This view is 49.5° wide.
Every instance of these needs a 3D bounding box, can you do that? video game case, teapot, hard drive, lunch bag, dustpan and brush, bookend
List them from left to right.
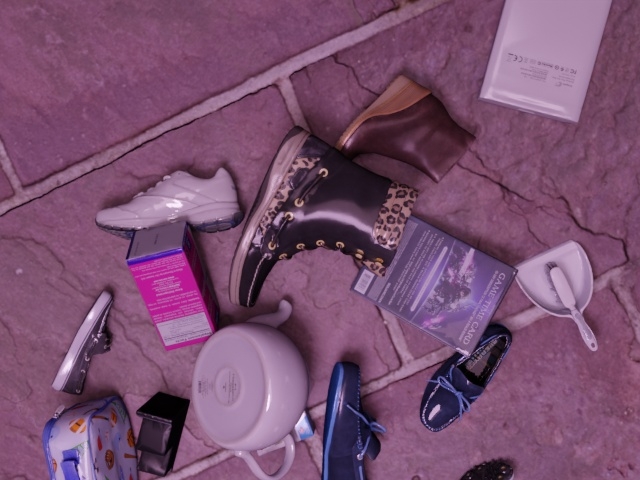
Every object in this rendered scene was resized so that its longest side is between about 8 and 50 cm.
[{"bbox_3d":[-0.439,0.455,1.334,0.115,0.243,0.303,-11,91,2],"label":"lunch bag"},{"bbox_3d":[-0.327,0.400,1.373,0.072,0.156,0.157,15,92,2],"label":"bookend"},{"bbox_3d":[-0.108,0.280,1.319,0.252,0.187,0.256,46,111,37],"label":"teapot"},{"bbox_3d":[0.221,0.079,1.377,0.274,0.026,0.196,29,92,17],"label":"video game case"},{"bbox_3d":[0.455,-0.409,1.391,0.203,0.040,0.307,15,91,2],"label":"hard drive"},{"bbox_3d":[0.495,0.121,1.385,0.147,0.060,0.211,-25,90,2],"label":"dustpan and brush"}]

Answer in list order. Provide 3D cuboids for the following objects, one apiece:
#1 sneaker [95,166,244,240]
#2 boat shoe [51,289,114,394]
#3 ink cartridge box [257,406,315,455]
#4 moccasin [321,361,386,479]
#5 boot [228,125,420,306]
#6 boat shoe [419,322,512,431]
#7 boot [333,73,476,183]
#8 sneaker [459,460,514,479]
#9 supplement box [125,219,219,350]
[{"bbox_3d":[-0.306,-0.071,1.406,0.297,0.111,0.129,-8,77,-3],"label":"sneaker"},{"bbox_3d":[-0.468,0.214,1.420,0.076,0.080,0.228,27,89,-16],"label":"boat shoe"},{"bbox_3d":[-0.084,0.373,1.415,0.123,0.052,0.088,-21,89,3],"label":"ink cartridge box"},{"bbox_3d":[0.064,0.403,1.386,0.117,0.137,0.341,3,105,-2],"label":"moccasin"},{"bbox_3d":[0.000,0.000,1.349,0.284,0.138,0.377,23,100,2],"label":"boot"},{"bbox_3d":[0.282,0.269,1.381,0.109,0.089,0.258,32,91,2],"label":"boat shoe"},{"bbox_3d":[0.159,-0.183,1.380,0.207,0.090,0.248,44,93,0],"label":"boot"},{"bbox_3d":[0.302,0.540,1.396,0.237,0.085,0.086,-45,115,-1],"label":"sneaker"},{"bbox_3d":[-0.281,0.089,1.345,0.114,0.111,0.220,-13,121,1],"label":"supplement box"}]
